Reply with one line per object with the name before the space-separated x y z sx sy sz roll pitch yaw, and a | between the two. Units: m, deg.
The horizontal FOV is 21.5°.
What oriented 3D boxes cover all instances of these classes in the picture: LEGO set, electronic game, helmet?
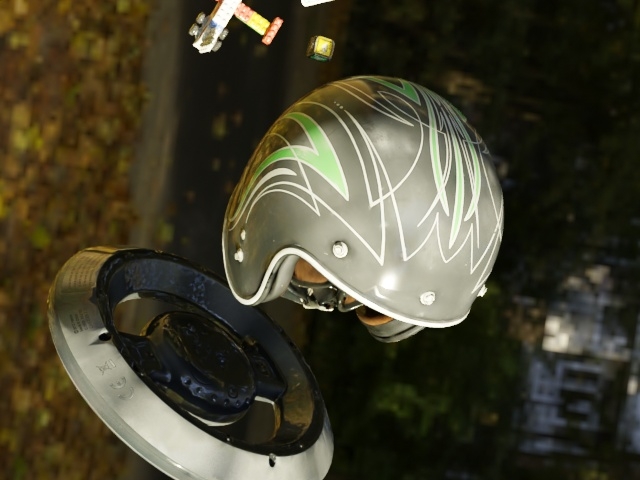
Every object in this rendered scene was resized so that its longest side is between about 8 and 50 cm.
LEGO set | -0.061 -0.288 1.677 0.060 0.182 0.244 -4 -78 67
electronic game | -0.085 0.088 1.149 0.048 0.229 0.229 -49 -169 24
helmet | 0.032 -0.018 1.028 0.161 0.169 0.169 -30 -139 48
